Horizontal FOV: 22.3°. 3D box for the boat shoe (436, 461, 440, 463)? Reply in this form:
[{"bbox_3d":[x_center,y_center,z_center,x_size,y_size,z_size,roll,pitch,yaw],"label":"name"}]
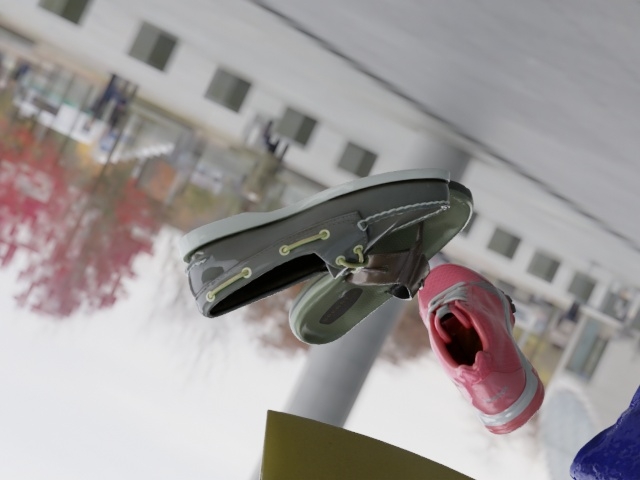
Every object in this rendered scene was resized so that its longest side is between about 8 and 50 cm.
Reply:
[{"bbox_3d":[0.133,0.368,2.174,0.355,0.132,0.130,23,143,14],"label":"boat shoe"}]

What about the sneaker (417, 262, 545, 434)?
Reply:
[{"bbox_3d":[0.189,0.105,2.091,0.136,0.116,0.314,47,-170,-35],"label":"sneaker"}]

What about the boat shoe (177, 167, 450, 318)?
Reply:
[{"bbox_3d":[0.001,0.001,1.740,0.305,0.091,0.109,-17,163,7],"label":"boat shoe"}]

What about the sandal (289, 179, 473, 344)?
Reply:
[{"bbox_3d":[0.078,0.038,1.871,0.120,0.303,0.086,14,-139,-32],"label":"sandal"}]

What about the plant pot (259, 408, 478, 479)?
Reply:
[{"bbox_3d":[0.041,0.268,1.148,0.187,0.212,0.212,6,-156,-2],"label":"plant pot"}]

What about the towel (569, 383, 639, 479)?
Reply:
[{"bbox_3d":[0.436,0.229,1.730,0.076,0.228,0.308,49,167,-30],"label":"towel"}]
